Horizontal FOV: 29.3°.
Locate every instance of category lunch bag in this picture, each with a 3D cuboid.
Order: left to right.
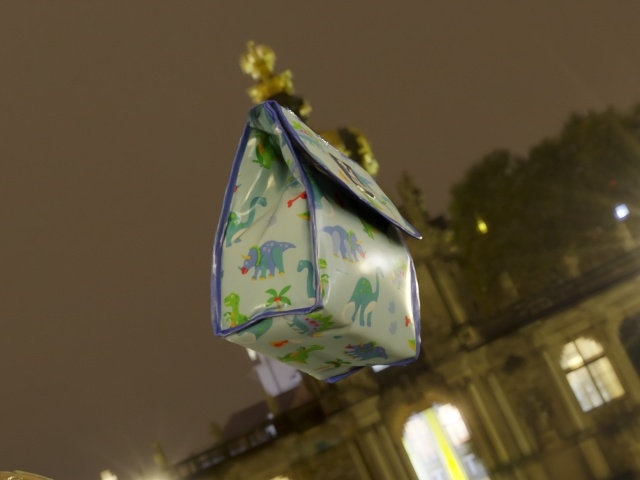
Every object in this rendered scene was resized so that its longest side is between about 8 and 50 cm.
[{"bbox_3d":[0.000,0.000,0.782,0.096,0.151,0.129,-18,-29,27],"label":"lunch bag"}]

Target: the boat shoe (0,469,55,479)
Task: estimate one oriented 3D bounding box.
[{"bbox_3d":[-0.281,0.271,1.203,0.285,0.104,0.089,15,-48,-8],"label":"boat shoe"}]
